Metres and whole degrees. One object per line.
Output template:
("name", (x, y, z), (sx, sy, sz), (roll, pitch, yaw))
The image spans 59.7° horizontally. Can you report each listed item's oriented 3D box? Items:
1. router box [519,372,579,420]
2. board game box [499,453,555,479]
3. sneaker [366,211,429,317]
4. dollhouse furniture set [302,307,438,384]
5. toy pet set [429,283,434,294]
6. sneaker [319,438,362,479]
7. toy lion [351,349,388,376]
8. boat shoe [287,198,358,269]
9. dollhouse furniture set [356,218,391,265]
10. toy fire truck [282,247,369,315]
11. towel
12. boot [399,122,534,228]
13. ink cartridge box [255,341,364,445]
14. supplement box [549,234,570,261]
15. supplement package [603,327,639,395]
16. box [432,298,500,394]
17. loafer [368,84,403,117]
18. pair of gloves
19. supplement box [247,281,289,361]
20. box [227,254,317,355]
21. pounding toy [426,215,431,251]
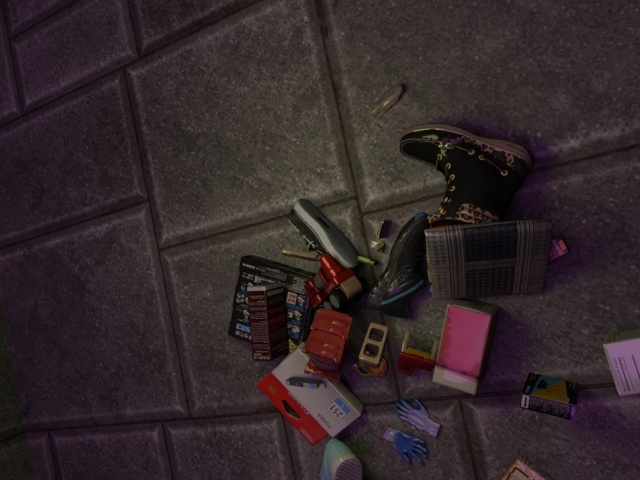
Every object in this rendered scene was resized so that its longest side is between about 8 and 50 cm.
("router box", (0.610, 0.410, 1.478), (0.133, 0.179, 0.046), (8, 99, 25))
("board game box", (0.575, 0.733, 1.587), (0.147, 0.045, 0.193), (35, 107, 21))
("sneaker", (0.267, 0.077, 1.686), (0.139, 0.125, 0.341), (25, 109, 6))
("dollhouse furniture set", (0.144, 0.351, 1.660), (0.374, 0.201, 0.152), (15, 59, 12))
("toy pet set", (0.364, 0.105, 1.651), (0.122, 0.065, 0.114), (26, 104, 24))
("sneaker", (0.060, 0.816, 1.831), (0.150, 0.135, 0.366), (-137, 51, -62))
("toy lion", (0.163, 0.401, 1.790), (0.096, 0.034, 0.100), (43, 110, 11))
("boat shoe", (-0.003, 0.000, 1.807), (0.306, 0.113, 0.105), (46, 117, 20))
("dollhouse furniture set", (0.166, -0.002, 1.740), (0.058, 0.076, 0.151), (19, 102, 24))
("toy fire truck", (-0.003, 0.116, 1.736), (0.246, 0.158, 0.217), (56, 151, 12))
("towel", (0.439, 0.052, 1.476), (0.312, 0.324, 0.056), (-6, 52, 11))
("boot", (0.363, -0.160, 1.539), (0.377, 0.138, 0.284), (18, 69, 19))
("ink cartridge box", (-0.048, 0.526, 1.844), (0.296, 0.066, 0.261), (46, 111, 2))
("supplement box", (0.630, 0.028, 1.524), (0.083, 0.043, 0.055), (-32, 77, 24))
("supplement package", (0.847, 0.284, 1.375), (0.244, 0.139, 0.134), (-19, 83, 28))
("box", (0.417, 0.294, 1.587), (0.127, 0.148, 0.232), (13, 99, 25))
("loafer", (0.208, -0.429, 1.724), (0.125, 0.039, 0.045), (-36, 44, 21))
("pair of gloves", (0.283, 0.592, 1.741), (0.159, 0.023, 0.198), (28, 105, 23))
("supplement box", (-0.169, 0.261, 1.816), (0.073, 0.130, 0.239), (-5, 90, 24))
("box", (-0.163, 0.226, 1.921), (0.295, 0.073, 0.293), (13, 99, 25))
("pounding toy", (0.372, 0.001, 1.605), (0.141, 0.130, 0.100), (26, 104, 24))
